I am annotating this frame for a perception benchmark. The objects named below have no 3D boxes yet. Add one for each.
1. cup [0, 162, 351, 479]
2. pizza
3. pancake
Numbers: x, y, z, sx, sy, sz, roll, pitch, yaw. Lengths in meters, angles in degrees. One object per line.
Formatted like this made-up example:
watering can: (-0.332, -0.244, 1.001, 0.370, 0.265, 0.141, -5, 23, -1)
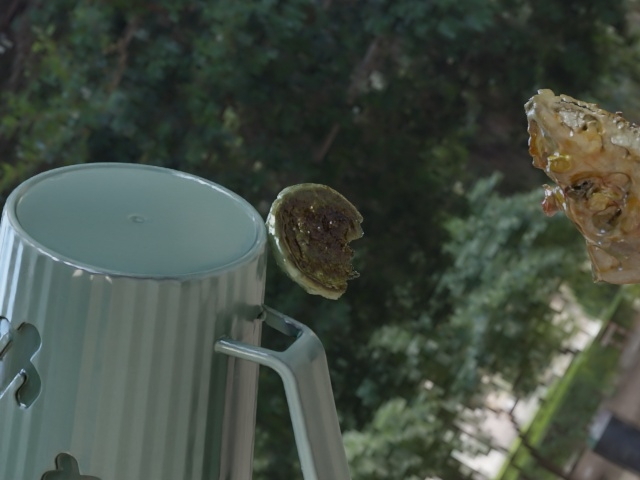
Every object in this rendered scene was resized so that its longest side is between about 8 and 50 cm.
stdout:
cup: (-0.165, 0.154, 1.555, 0.310, 0.401, 0.392, -97, 16, -63)
pizza: (0.327, -0.057, 1.688, 0.297, 0.189, 0.071, 58, -136, -34)
pancake: (-0.006, -0.002, 1.565, 0.023, 0.116, 0.129, -33, 44, 46)
